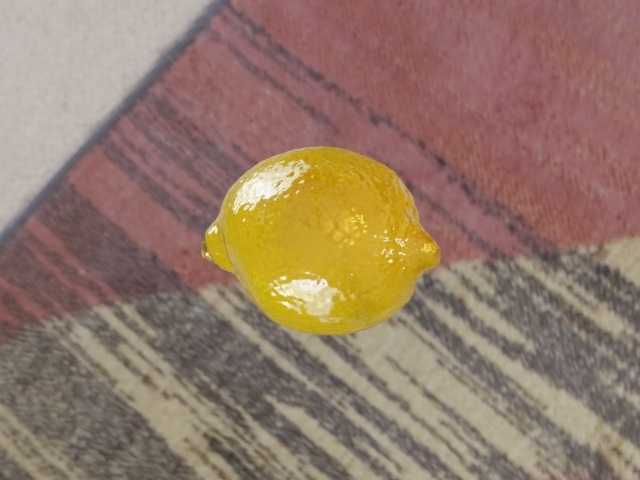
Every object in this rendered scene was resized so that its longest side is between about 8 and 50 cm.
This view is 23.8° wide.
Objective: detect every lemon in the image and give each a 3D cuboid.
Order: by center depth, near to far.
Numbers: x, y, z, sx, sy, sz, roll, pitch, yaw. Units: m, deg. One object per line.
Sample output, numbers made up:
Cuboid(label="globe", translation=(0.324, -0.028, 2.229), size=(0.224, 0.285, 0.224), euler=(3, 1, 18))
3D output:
Cuboid(label="lemon", translation=(0.000, 0.000, 1.456), size=(0.244, 0.187, 0.187), euler=(3, 74, 27))
